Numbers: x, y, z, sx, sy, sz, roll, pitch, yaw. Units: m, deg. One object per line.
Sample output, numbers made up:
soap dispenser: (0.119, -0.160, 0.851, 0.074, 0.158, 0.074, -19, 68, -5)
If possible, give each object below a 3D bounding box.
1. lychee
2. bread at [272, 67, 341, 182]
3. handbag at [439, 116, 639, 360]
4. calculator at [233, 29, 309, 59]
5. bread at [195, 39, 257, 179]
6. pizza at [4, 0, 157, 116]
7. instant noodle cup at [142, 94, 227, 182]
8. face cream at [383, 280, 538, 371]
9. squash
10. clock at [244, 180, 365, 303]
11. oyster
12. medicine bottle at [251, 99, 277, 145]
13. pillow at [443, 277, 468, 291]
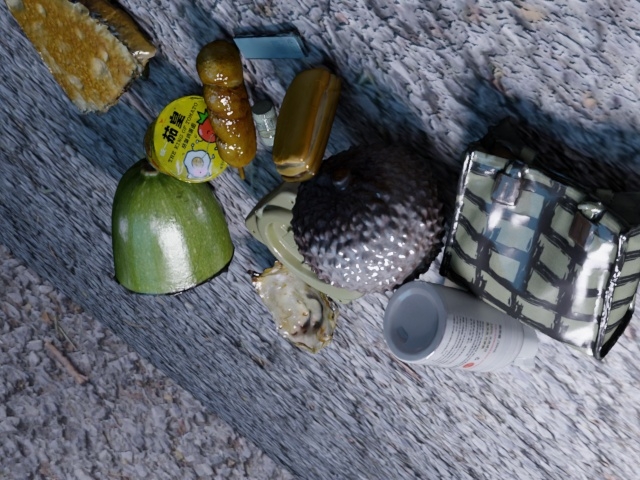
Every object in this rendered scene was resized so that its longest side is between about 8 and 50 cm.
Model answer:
lychee: (0.091, -0.029, 1.637, 0.300, 0.300, 0.300, 29, 151, 18)
bread: (-0.030, -0.204, 1.621, 0.077, 0.201, 0.116, 22, 169, -36)
handbag: (0.365, -0.002, 1.479, 0.325, 0.162, 0.327, 29, 149, 25)
calculator: (-0.092, -0.355, 1.660, 0.172, 0.018, 0.057, 8, 138, 45)
bread: (-0.175, -0.250, 1.822, 0.083, 0.124, 0.344, 4, 139, 12)
pizza: (-0.508, -0.444, 1.971, 0.391, 0.080, 0.435, 12, 143, 41)
instant noodle cup: (-0.293, -0.212, 1.964, 0.182, 0.182, 0.144, 50, 160, -19)
face cream: (0.286, 0.169, 1.675, 0.145, 0.146, 0.369, 7, 175, 45)
squash: (-0.381, -0.074, 2.188, 0.310, 0.310, 0.309, 18, 129, 35)
clock: (0.000, 0.000, 1.980, 0.309, 0.114, 0.284, 42, 151, -9)
oyster: (-0.026, 0.163, 2.265, 0.221, 0.096, 0.361, 9, 140, 36)
medicine bottle: (-0.107, -0.235, 1.824, 0.047, 0.047, 0.083, 21, 147, 30)
pillow: (0.304, 0.125, 1.830, 0.173, 0.067, 0.270, 27, 146, 10)
